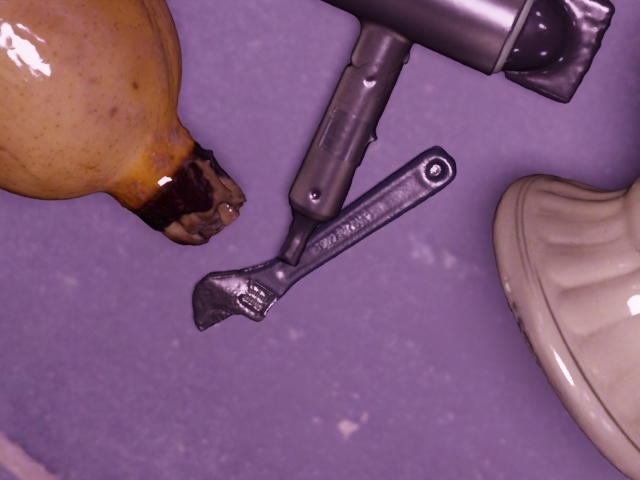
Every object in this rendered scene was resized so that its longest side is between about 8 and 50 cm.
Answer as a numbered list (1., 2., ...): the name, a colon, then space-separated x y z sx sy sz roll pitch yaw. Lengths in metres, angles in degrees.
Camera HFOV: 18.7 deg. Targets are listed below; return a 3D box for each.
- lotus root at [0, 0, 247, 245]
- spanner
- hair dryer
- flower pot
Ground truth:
1. lotus root: -0.172 -0.113 1.214 0.183 0.183 0.310 -42 95 12
2. spanner: 0.000 0.000 1.292 0.208 0.012 0.046 -34 92 12
3. hair dryer: 0.050 -0.081 1.247 0.196 0.078 0.248 26 108 3
4. flower pot: 0.260 0.006 1.132 0.244 0.307 0.307 -30 94 27
